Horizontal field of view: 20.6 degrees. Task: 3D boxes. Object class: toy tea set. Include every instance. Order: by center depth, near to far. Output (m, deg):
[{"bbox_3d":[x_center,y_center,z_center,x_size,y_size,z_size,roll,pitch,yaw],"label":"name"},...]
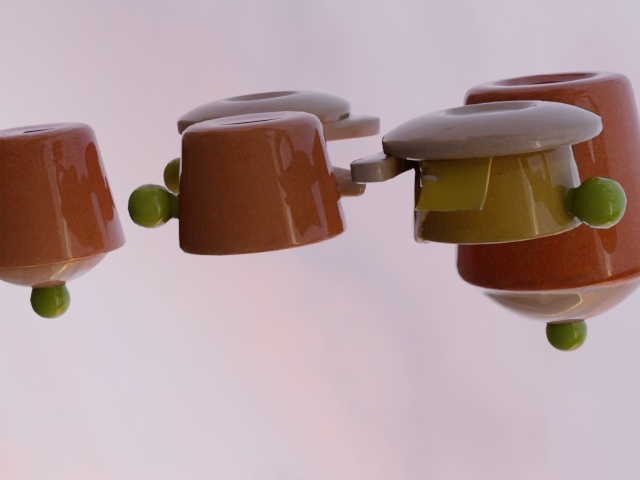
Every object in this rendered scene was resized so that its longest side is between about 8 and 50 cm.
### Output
[{"bbox_3d":[0.000,0.000,0.793,0.336,0.200,0.124,0,-79,31],"label":"toy tea set"}]
